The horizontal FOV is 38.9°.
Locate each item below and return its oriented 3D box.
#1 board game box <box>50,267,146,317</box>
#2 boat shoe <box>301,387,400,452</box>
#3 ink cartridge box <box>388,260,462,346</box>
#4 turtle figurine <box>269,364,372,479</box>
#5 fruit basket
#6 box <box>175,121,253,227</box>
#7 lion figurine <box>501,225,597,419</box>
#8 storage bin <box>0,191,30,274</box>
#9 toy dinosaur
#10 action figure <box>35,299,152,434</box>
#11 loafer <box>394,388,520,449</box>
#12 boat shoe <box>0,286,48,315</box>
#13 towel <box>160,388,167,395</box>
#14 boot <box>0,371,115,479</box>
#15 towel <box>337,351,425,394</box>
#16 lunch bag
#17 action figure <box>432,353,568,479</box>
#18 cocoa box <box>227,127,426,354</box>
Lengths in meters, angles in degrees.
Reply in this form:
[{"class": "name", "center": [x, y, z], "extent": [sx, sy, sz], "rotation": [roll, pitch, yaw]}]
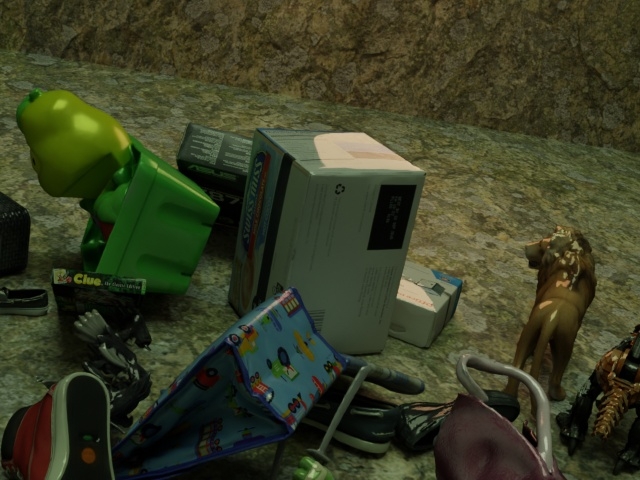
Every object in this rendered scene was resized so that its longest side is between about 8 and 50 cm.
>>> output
[{"class": "board game box", "center": [-0.348, 0.087, 1.424], "extent": [0.136, 0.030, 0.260], "rotation": [6, -14, -13]}, {"class": "boat shoe", "center": [-0.007, 0.235, 1.349], "extent": [0.255, 0.079, 0.095], "rotation": [20, 11, 16]}, {"class": "ink cartridge box", "center": [0.180, 0.118, 1.750], "extent": [0.140, 0.082, 0.191], "rotation": [19, 22, 17]}, {"class": "turtle figurine", "center": [-0.057, 0.312, 1.018], "extent": [0.266, 0.274, 0.198], "rotation": [-14, 0, -40]}, {"class": "fruit basket", "center": [-0.388, -0.088, 1.603], "extent": [0.392, 0.282, 0.392], "rotation": [23, 5, -2]}, {"class": "box", "center": [-0.085, -0.097, 1.881], "extent": [0.395, 0.097, 0.318], "rotation": [14, -21, 2]}, {"class": "lion figurine", "center": [0.422, 0.135, 1.624], "extent": [0.142, 0.240, 0.392], "rotation": [15, 23, 6]}, {"class": "storage bin", "center": [-0.607, -0.023, 1.622], "extent": [0.180, 0.122, 0.084], "rotation": [28, 28, 34]}, {"class": "toy dinosaur", "center": [0.470, 0.235, 1.436], "extent": [0.322, 0.218, 0.164], "rotation": [-8, 30, -40]}, {"class": "action figure", "center": [-0.307, 0.185, 1.239], "extent": [0.141, 0.164, 0.275], "rotation": [38, 9, -14]}, {"class": "loafer", "center": [0.216, 0.282, 1.390], "extent": [0.223, 0.076, 0.078], "rotation": [-4, 32, -24]}, {"class": "boat shoe", "center": [-0.520, 0.096, 1.489], "extent": [0.142, 0.040, 0.049], "rotation": [4, 24, -20]}, {"class": "towel", "center": [-0.173, 0.243, 1.332], "extent": [0.120, 0.029, 0.067], "rotation": [3, 22, -25]}, {"class": "boot", "center": [-0.323, 0.297, 1.066], "extent": [0.088, 0.176, 0.244], "rotation": [24, 48, -39]}, {"class": "towel", "center": [0.018, 0.184, 1.371], "extent": [0.209, 0.034, 0.285], "rotation": [12, -9, 31]}, {"class": "lunch bag", "center": [-0.145, 0.208, 1.139], "extent": [0.138, 0.293, 0.221], "rotation": [57, 23, -1]}, {"class": "action figure", "center": [0.287, 0.330, 1.076], "extent": [0.248, 0.275, 0.370], "rotation": [12, 7, -16]}, {"class": "cocoa box", "center": [0.000, 0.000, 1.585], "extent": [0.232, 0.347, 0.228], "rotation": [-1, 25, -29]}]
